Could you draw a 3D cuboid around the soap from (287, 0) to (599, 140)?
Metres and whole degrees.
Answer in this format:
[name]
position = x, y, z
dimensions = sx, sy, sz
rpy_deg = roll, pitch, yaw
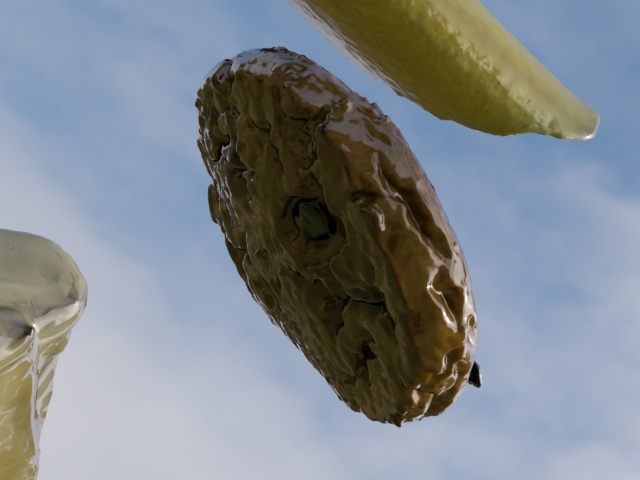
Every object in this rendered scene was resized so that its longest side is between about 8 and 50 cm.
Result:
[soap]
position = 0.048, -0.217, 1.436
dimensions = 0.427, 0.115, 0.306
rpy_deg = 42, 5, -7

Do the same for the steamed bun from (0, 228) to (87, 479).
[steamed bun]
position = -0.275, 0.147, 0.633
dimensions = 0.189, 0.247, 0.428
rpy_deg = 39, -51, 15

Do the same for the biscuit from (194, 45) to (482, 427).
[biscuit]
position = -0.001, 0.001, 1.113
dimensions = 0.296, 0.075, 0.296
rpy_deg = 44, -29, 33
